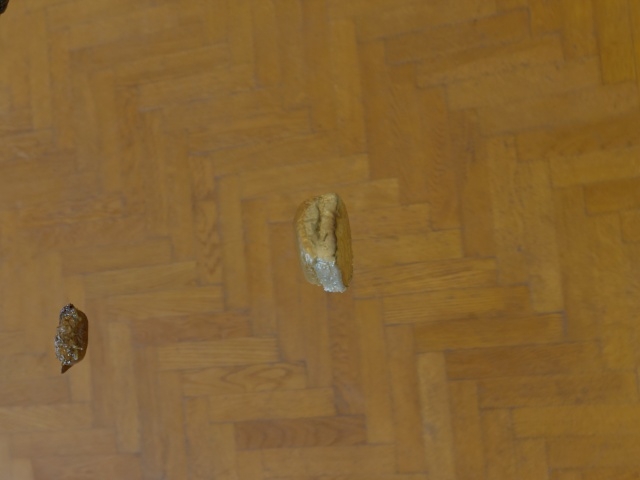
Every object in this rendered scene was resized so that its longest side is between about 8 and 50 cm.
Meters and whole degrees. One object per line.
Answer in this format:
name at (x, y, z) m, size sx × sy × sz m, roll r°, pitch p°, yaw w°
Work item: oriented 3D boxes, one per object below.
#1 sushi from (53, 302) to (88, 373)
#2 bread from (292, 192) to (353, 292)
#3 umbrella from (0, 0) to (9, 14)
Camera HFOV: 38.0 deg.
sushi at (-0.429, 0.167, 1.584) m, size 0.062 × 0.060 × 0.117 m, roll -10°, pitch 82°, yaw 29°
bread at (0.001, 0.001, 1.305) m, size 0.082 × 0.106 × 0.125 m, roll -7°, pitch 60°, yaw 15°
umbrella at (-0.549, -0.323, 1.467) m, size 0.071 × 0.080 × 0.224 m, roll 27°, pitch 98°, yaw 40°
